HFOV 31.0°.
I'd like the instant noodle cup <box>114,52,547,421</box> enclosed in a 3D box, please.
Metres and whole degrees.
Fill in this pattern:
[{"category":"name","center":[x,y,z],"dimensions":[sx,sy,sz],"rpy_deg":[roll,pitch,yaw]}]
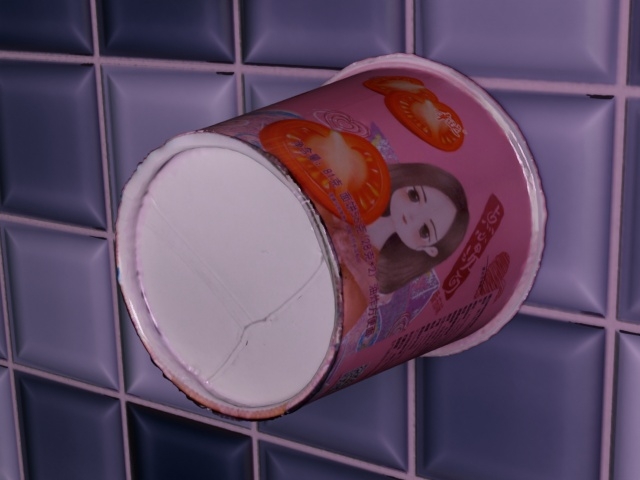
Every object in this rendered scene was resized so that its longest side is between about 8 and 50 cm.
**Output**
[{"category":"instant noodle cup","center":[0.000,0.000,0.815],"dimensions":[0.243,0.231,0.243],"rpy_deg":[11,109,35]}]
